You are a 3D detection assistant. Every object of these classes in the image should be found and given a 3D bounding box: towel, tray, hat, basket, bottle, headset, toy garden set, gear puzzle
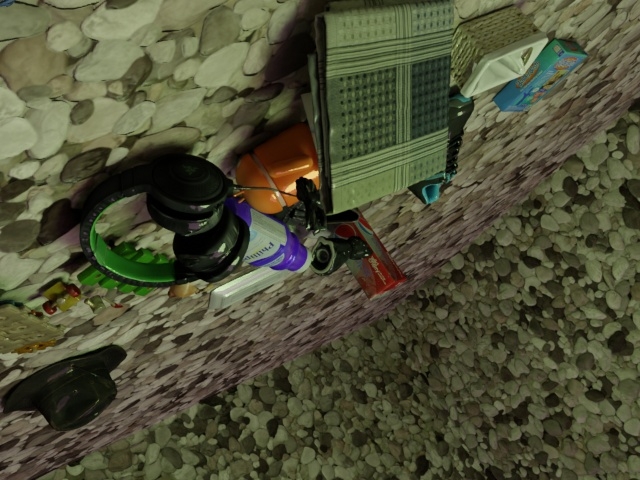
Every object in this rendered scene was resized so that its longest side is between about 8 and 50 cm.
[{"bbox_3d":[0.103,-0.226,1.046,0.324,0.056,0.312,-23,121,-40],"label":"towel"},{"bbox_3d":[-0.191,0.123,1.857,0.271,0.030,0.145,-25,163,-23],"label":"tray"},{"bbox_3d":[-0.636,0.412,1.688,0.331,0.133,0.331,-30,164,-9],"label":"hat"},{"bbox_3d":[0.337,-0.373,1.273,0.167,0.103,0.113,-25,162,-23],"label":"basket"},{"bbox_3d":[-0.124,0.001,1.379,0.118,0.092,0.283,-27,148,24],"label":"bottle"},{"bbox_3d":[-0.192,-0.020,1.061,0.395,0.185,0.243,-18,138,0],"label":"headset"},{"bbox_3d":[-0.414,0.077,1.287,0.204,0.049,0.244,-36,164,4],"label":"toy garden set"},{"bbox_3d":[-0.582,0.165,1.215,0.176,0.044,0.339,-17,162,-5],"label":"gear puzzle"}]

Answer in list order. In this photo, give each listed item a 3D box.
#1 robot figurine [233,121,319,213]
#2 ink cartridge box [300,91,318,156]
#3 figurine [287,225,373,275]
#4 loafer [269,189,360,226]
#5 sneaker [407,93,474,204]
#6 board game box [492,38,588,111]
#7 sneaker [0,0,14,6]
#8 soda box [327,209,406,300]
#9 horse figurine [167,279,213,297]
[{"bbox_3d":[-0.062,-0.133,1.188,0.220,0.158,0.128,-32,131,-3],"label":"robot figurine"},{"bbox_3d":[0.040,-0.211,1.118,0.067,0.198,0.115,0,-159,45],"label":"ink cartridge box"},{"bbox_3d":[0.000,0.000,1.594,0.209,0.215,0.092,-9,122,-57],"label":"figurine"},{"bbox_3d":[-0.007,-0.078,1.493,0.303,0.095,0.109,-10,149,-53],"label":"loafer"},{"bbox_3d":[0.299,-0.221,1.576,0.125,0.139,0.340,-23,160,-24],"label":"sneaker"},{"bbox_3d":[0.562,-0.417,1.658,0.160,0.047,0.210,-12,155,-49],"label":"board game box"},{"bbox_3d":[-0.232,-0.280,0.566,0.221,0.083,0.087,-28,177,2],"label":"sneaker"},{"bbox_3d":[0.108,0.023,1.701,0.092,0.263,0.083,-40,163,25],"label":"soda box"},{"bbox_3d":[-0.274,0.063,1.469,0.263,0.066,0.174,-45,166,29],"label":"horse figurine"}]
